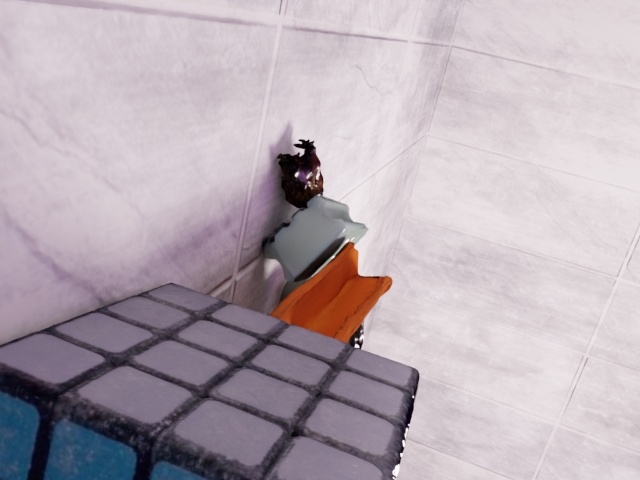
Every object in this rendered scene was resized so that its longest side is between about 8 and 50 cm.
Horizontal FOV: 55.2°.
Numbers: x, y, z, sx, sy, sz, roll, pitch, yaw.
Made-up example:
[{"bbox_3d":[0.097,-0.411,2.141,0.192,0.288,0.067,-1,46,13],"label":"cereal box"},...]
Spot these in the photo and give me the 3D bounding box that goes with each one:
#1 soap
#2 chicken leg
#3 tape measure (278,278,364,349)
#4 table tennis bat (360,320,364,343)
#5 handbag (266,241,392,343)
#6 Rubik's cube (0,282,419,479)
[{"bbox_3d":[0.000,0.000,1.154,0.150,0.094,0.261,-40,170,11],"label":"soap"},{"bbox_3d":[-0.028,-0.108,1.089,0.105,0.063,0.234,-64,168,-12],"label":"chicken leg"},{"bbox_3d":[-0.006,0.211,1.274,0.115,0.207,0.235,0,110,-46],"label":"tape measure"},{"bbox_3d":[0.022,0.164,1.407,0.268,0.051,0.414,-16,-116,58],"label":"table tennis bat"},{"bbox_3d":[-0.052,0.173,0.974,0.303,0.116,0.410,-47,176,26],"label":"handbag"},{"bbox_3d":[-0.120,0.268,0.600,0.344,0.345,0.337,-24,130,-74],"label":"Rubik's cube"}]
